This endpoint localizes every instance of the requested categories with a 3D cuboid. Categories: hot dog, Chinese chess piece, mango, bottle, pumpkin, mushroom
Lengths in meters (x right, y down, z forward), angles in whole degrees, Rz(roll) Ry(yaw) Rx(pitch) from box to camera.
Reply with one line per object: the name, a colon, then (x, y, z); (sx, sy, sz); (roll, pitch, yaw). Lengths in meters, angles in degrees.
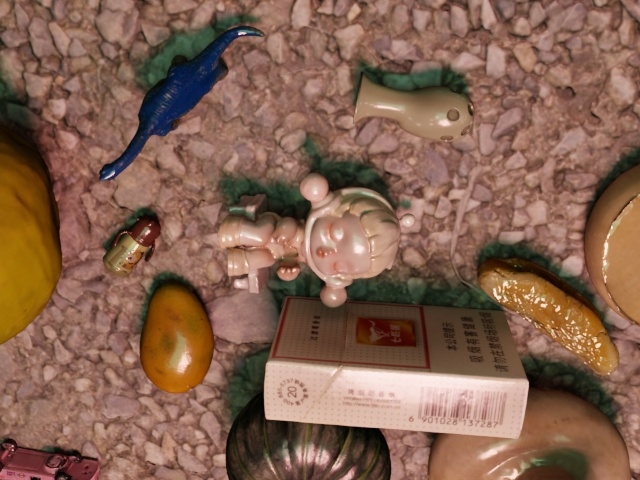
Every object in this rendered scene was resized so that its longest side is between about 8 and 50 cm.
hot dog: (0.330, 0.097, 1.097); (0.242, 0.084, 0.073); (35, 110, -7)
Chinese chess piece: (0.484, 0.007, 1.042); (0.250, 0.103, 0.249); (2, 110, 5)
mango: (-0.211, 0.147, 1.156); (0.111, 0.089, 0.163); (14, 102, 1)
bottle: (-0.271, 0.005, 1.131); (0.101, 0.063, 0.047); (-47, 72, 15)
pumpkin: (-0.017, 0.308, 1.142); (0.250, 0.216, 0.250); (7, 144, 5)
mushroom: (0.296, 0.364, 1.084); (0.293, 0.290, 0.292); (1, 111, 2)

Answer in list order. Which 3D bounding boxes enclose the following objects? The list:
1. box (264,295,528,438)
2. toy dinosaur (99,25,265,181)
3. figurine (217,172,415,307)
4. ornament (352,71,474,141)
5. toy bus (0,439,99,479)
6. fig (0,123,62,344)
box: (0.098, 0.167, 1.072); (0.330, 0.210, 0.095); (3, 110, 4)
toy dinosaur: (-0.176, -0.182, 0.984); (0.248, 0.188, 0.075); (-37, 110, 14)
figurine: (0.001, 0.003, 1.071); (0.257, 0.144, 0.181); (0, 89, 7)
ornament: (0.123, -0.172, 1.025); (0.156, 0.074, 0.081); (10, 155, 1)
toy bus: (-0.466, 0.388, 1.278); (0.203, 0.063, 0.090); (8, 113, 4)
fig: (-0.492, 0.009, 1.017); (0.343, 0.343, 0.343); (1, 110, 4)
